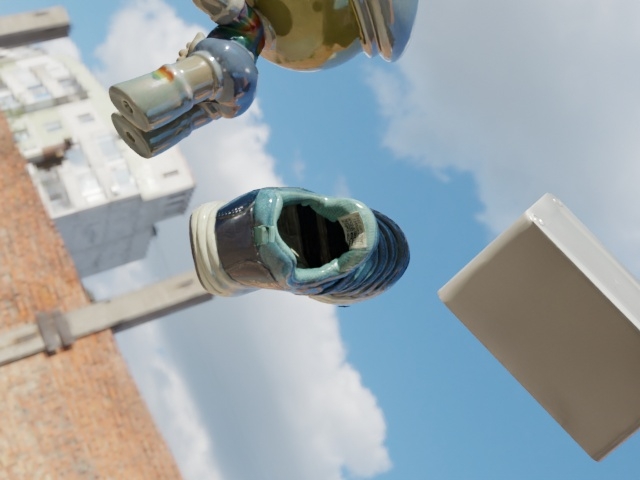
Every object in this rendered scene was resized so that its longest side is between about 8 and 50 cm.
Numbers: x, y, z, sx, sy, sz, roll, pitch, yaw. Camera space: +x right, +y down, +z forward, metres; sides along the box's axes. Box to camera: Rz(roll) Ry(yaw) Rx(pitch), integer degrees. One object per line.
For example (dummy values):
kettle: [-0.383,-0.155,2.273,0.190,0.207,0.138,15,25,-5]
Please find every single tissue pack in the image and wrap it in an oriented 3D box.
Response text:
tissue pack: [0.275,0.087,1.128,0.246,0.159,0.136,47,-66,8]

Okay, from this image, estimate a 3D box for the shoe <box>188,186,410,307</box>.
shoe: [0.000,0.000,0.558,0.071,0.143,0.064,-18,-106,45]

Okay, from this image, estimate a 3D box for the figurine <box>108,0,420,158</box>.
figurine: [-0.043,-0.209,1.078,0.205,0.382,0.224,41,-9,16]
